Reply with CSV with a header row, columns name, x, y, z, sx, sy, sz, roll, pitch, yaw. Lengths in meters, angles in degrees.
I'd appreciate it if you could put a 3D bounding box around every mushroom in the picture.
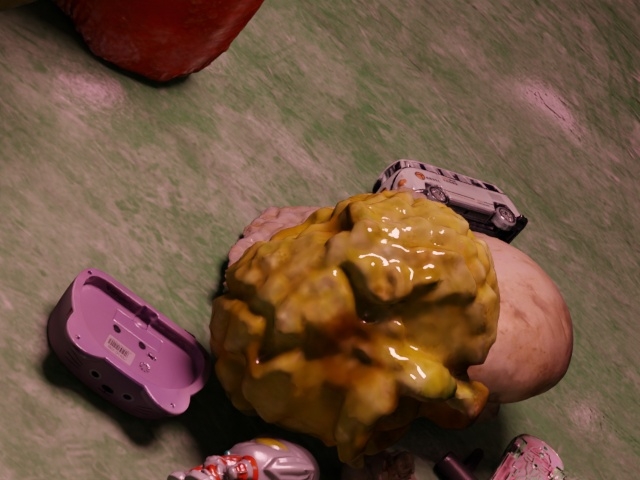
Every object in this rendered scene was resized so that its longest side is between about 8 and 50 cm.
name,x,y,z,sx,sy,sz,roll,pitch,yaw
mushroom,0.065,0.228,1.895,0.085,0.079,0.085,31,33,-22
mushroom,0.133,0.085,2.034,0.255,0.184,0.255,-2,31,1

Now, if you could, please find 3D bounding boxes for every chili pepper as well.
name,x,y,z,sx,sy,sz,roll,pitch,yaw
chili pepper,-0.176,-0.303,2.037,0.251,0.305,0.229,19,48,-17

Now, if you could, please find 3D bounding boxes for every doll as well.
name,x,y,z,sx,sy,sz,roll,pitch,yaw
doll,-0.061,0.211,1.762,0.180,0.094,0.079,5,74,-51

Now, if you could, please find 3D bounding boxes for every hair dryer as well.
name,x,y,z,sx,sy,sz,roll,pitch,yaw
hair dryer,0.152,0.231,2.044,0.047,0.026,0.083,49,29,3

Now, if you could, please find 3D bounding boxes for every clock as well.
name,x,y,z,sx,sy,sz,roll,pitch,yaw
clock,-0.178,0.104,1.780,0.153,0.050,0.110,37,34,-14

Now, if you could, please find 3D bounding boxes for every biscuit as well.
name,x,y,z,sx,sy,sz,roll,pitch,yaw
biscuit,0.000,0.000,2.017,0.265,0.188,0.040,-23,114,-32

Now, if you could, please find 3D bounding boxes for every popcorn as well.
name,x,y,z,sx,sy,sz,roll,pitch,yaw
popcorn,0.038,0.076,1.816,0.270,0.257,0.224,20,1,-10

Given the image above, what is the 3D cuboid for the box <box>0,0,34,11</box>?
name,x,y,z,sx,sy,sz,roll,pitch,yaw
box,-0.304,-0.374,1.823,0.138,0.420,0.373,66,13,-45

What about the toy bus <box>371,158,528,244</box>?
name,x,y,z,sx,sy,sz,roll,pitch,yaw
toy bus,0.139,-0.035,2.265,0.194,0.087,0.089,14,38,-40

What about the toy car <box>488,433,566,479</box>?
name,x,y,z,sx,sy,sz,roll,pitch,yaw
toy car,0.202,0.260,2.043,0.069,0.055,0.142,38,43,2
